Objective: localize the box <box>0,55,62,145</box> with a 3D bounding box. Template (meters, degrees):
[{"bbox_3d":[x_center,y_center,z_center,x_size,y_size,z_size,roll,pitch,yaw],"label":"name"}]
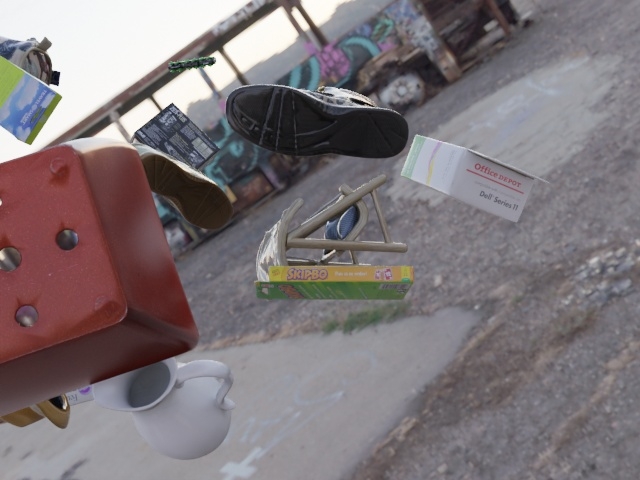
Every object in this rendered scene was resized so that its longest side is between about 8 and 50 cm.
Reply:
[{"bbox_3d":[-0.544,-0.249,1.476,0.109,0.178,0.042,-57,-27,-1],"label":"box"}]

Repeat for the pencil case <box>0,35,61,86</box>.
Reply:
[{"bbox_3d":[-0.820,-0.429,1.915,0.160,0.410,0.184,68,-137,-71],"label":"pencil case"}]

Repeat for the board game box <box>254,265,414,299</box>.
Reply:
[{"bbox_3d":[0.020,0.073,1.385,0.259,0.039,0.124,-2,-17,-4],"label":"board game box"}]

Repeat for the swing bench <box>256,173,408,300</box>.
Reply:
[{"bbox_3d":[0.000,0.000,1.629,0.254,0.165,0.253,-15,-6,-16],"label":"swing bench"}]

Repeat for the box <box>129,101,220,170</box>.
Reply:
[{"bbox_3d":[-0.382,-0.246,2.155,0.147,0.180,0.077,-47,2,-30],"label":"box"}]

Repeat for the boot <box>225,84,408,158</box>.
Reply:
[{"bbox_3d":[-0.012,-0.269,1.786,0.377,0.138,0.284,5,15,-4],"label":"boot"}]

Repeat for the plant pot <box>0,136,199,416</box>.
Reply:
[{"bbox_3d":[-0.299,0.032,0.871,0.267,0.267,0.236,-19,-4,-7],"label":"plant pot"}]

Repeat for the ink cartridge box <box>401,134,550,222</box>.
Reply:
[{"bbox_3d":[0.362,-0.146,1.969,0.119,0.207,0.353,-68,21,6],"label":"ink cartridge box"}]

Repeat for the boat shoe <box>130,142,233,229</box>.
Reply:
[{"bbox_3d":[-0.296,-0.120,1.765,0.104,0.285,0.089,-44,45,3],"label":"boat shoe"}]

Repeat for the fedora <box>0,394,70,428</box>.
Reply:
[{"bbox_3d":[-0.469,0.225,1.272,0.079,0.194,0.194,-34,8,-6],"label":"fedora"}]

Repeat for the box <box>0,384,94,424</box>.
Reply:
[{"bbox_3d":[-0.535,0.276,1.383,0.067,0.063,0.324,-18,-7,43],"label":"box"}]

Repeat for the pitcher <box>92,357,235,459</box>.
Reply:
[{"bbox_3d":[-0.177,0.215,1.102,0.177,0.207,0.125,-8,57,16],"label":"pitcher"}]

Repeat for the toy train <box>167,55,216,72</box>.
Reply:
[{"bbox_3d":[-0.198,-0.275,1.278,0.083,0.017,0.024,-4,17,21],"label":"toy train"}]
